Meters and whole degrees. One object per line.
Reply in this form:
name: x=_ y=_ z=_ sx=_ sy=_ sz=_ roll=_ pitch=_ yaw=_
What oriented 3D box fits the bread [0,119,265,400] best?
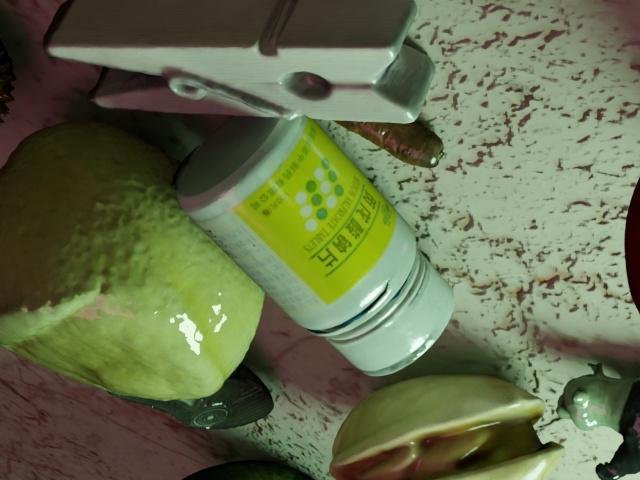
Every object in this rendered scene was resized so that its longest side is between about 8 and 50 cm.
bread: x=-0.205 y=0.025 z=1.220 sx=0.321 sy=0.237 sz=0.320 roll=20 pitch=165 yaw=5

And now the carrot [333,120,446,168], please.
carrot: x=0.033 y=-0.107 z=1.029 sx=0.165 sy=0.035 sz=0.035 roll=28 pitch=149 yaw=8

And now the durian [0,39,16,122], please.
durian: x=-0.383 y=-0.182 z=1.157 sx=0.193 sy=0.138 sz=0.237 roll=54 pitch=168 yaw=9

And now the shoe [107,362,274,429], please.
shoe: x=-0.172 y=0.138 z=1.495 sx=0.109 sy=0.149 sz=0.293 roll=-36 pitch=145 yaw=19

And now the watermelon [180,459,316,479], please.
watermelon: x=-0.106 y=0.475 z=1.689 sx=0.363 sy=0.363 sz=0.363 roll=22 pitch=148 yaw=15

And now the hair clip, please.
hair clip: x=-0.070 y=-0.156 z=0.998 sx=0.331 sy=0.085 sz=0.101 roll=4 pitch=142 yaw=27

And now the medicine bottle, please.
medicine bottle: x=0.000 y=0.000 z=1.104 sx=0.143 sy=0.143 sz=0.258 roll=-12 pitch=129 yaw=48

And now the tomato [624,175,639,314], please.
tomato: x=0.336 y=0.020 z=0.771 sx=0.299 sy=0.226 sz=0.298 roll=23 pitch=152 yaw=13

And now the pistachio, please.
pistachio: x=0.131 y=0.243 z=1.311 sx=0.318 sy=0.214 sz=0.193 roll=-27 pitch=75 yaw=46

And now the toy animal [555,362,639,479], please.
toy animal: x=0.332 y=0.183 z=1.135 sx=0.225 sy=0.094 sz=0.121 roll=19 pitch=138 yaw=35
